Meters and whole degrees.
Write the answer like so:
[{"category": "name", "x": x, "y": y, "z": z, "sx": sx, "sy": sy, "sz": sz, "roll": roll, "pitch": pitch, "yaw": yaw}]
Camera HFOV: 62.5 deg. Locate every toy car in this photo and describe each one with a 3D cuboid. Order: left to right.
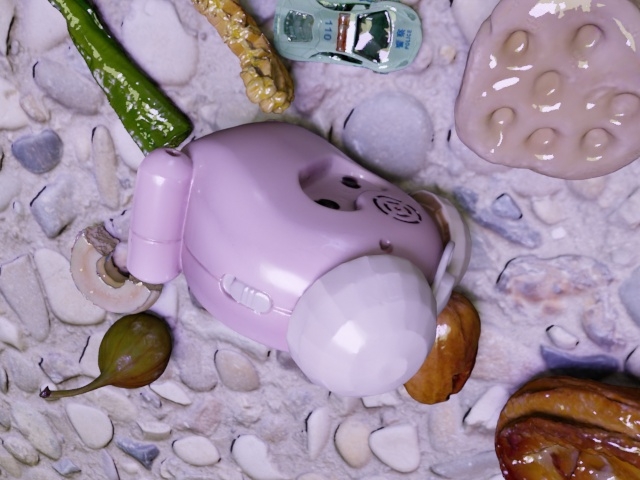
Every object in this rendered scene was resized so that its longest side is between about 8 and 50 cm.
[{"category": "toy car", "x": 0.029, "y": -0.253, "z": 0.634, "sx": 0.186, "sy": 0.058, "sz": 0.094, "roll": 13, "pitch": 114, "yaw": 13}]

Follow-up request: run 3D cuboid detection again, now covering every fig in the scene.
[{"category": "fig", "x": -0.337, "y": 0.200, "z": 0.850, "sx": 0.124, "sy": 0.236, "sz": 0.125, "roll": 5, "pitch": 105, "yaw": 21}]

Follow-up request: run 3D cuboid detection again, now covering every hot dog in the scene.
[{"category": "hot dog", "x": 0.428, "y": 0.302, "z": 0.682, "sx": 0.387, "sy": 0.174, "sz": 0.267, "roll": 8, "pitch": 117, "yaw": 13}]

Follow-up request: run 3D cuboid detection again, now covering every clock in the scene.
[{"category": "clock", "x": 0.000, "y": 0.000, "z": 0.606, "sx": 0.325, "sy": 0.342, "sz": 0.184, "roll": 30, "pitch": 124, "yaw": 13}]

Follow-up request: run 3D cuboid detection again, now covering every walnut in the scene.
[{"category": "walnut", "x": 0.165, "y": 0.158, "z": 0.740, "sx": 0.115, "sy": 0.116, "sz": 0.207, "roll": 10, "pitch": 122, "yaw": 13}]

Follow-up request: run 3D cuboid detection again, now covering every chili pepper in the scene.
[{"category": "chili pepper", "x": -0.322, "y": -0.270, "z": 0.730, "sx": 0.084, "sy": 0.076, "sz": 0.359, "roll": -37, "pitch": 103, "yaw": 9}]

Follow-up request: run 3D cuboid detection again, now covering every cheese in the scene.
[{"category": "cheese", "x": 0.246, "y": -0.168, "z": 0.552, "sx": 0.217, "sy": 0.117, "sz": 0.235, "roll": -10, "pitch": 127, "yaw": 32}]

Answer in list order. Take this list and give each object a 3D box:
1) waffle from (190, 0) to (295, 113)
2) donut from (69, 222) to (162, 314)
[{"category": "waffle", "x": -0.093, "y": -0.239, "z": 0.630, "sx": 0.051, "sy": 0.149, "sz": 0.194, "roll": -32, "pitch": 100, "yaw": 10}, {"category": "donut", "x": -0.348, "y": 0.059, "z": 0.887, "sx": 0.166, "sy": 0.065, "sz": 0.108, "roll": 42, "pitch": 114, "yaw": -5}]
